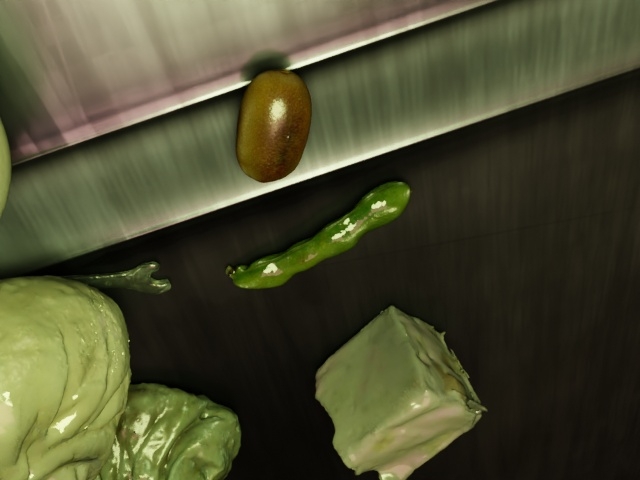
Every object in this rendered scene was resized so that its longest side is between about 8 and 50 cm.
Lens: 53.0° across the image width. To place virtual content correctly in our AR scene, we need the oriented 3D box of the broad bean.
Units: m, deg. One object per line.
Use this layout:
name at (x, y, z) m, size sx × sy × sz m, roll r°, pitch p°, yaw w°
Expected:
broad bean at (0.001, 0.000, 0.788) m, size 0.256 × 0.052 × 0.053 m, roll -28°, pitch 88°, yaw 12°

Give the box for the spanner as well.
spanner at (-0.311, 0.053, 0.774) m, size 0.254 × 0.015 × 0.054 m, roll -3°, pitch 127°, yaw -11°

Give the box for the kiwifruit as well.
kiwifruit at (-0.049, -0.117, 0.665) m, size 0.075 × 0.075 × 0.125 m, roll 6°, pitch 122°, yaw -18°

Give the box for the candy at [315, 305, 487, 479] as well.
candy at (0.106, 0.217, 0.898) m, size 0.137 × 0.185 × 0.195 m, roll 30°, pitch 116°, yaw -36°

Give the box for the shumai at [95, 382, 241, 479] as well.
shumai at (-0.263, 0.378, 0.886) m, size 0.303 × 0.264 × 0.309 m, roll 17°, pitch 122°, yaw -27°

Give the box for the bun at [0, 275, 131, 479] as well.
bun at (-0.360, 0.209, 0.690) m, size 0.359 × 0.211 × 0.360 m, roll -34°, pitch 157°, yaw -17°

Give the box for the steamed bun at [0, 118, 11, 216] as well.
steamed bun at (-0.408, -0.079, 0.538) m, size 0.282 × 0.177 × 0.283 m, roll -6°, pitch 124°, yaw -8°
